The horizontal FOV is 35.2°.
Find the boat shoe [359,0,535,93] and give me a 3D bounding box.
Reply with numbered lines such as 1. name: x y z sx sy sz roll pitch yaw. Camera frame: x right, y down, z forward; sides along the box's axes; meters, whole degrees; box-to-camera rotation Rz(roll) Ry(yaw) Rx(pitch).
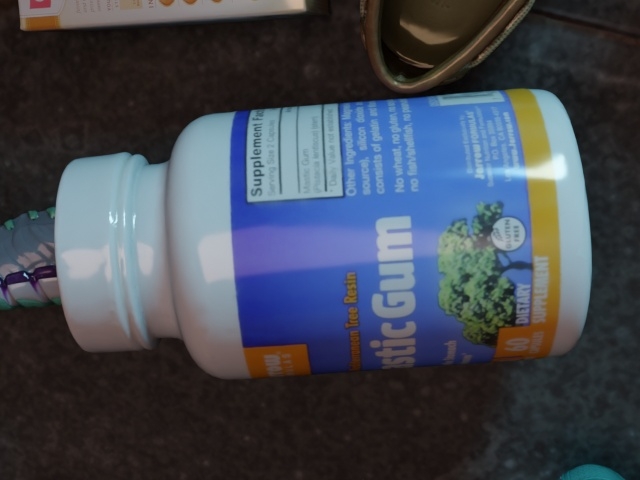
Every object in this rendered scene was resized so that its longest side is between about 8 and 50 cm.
1. boat shoe: 0.108 -0.208 0.500 0.123 0.120 0.324 22 125 0

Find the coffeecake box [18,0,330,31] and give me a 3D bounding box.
1. coffeecake box: -0.094 -0.206 0.623 0.186 0.068 0.142 0 100 14

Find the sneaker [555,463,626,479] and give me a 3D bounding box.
1. sneaker: 0.274 0.213 0.595 0.302 0.108 0.121 38 105 -4

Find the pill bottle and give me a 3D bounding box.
1. pill bottle: 0.000 0.000 0.568 0.272 0.152 0.152 -5 99 2

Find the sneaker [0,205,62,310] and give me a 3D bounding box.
1. sneaker: -0.171 -0.005 0.681 0.224 0.083 0.098 -2 89 3
